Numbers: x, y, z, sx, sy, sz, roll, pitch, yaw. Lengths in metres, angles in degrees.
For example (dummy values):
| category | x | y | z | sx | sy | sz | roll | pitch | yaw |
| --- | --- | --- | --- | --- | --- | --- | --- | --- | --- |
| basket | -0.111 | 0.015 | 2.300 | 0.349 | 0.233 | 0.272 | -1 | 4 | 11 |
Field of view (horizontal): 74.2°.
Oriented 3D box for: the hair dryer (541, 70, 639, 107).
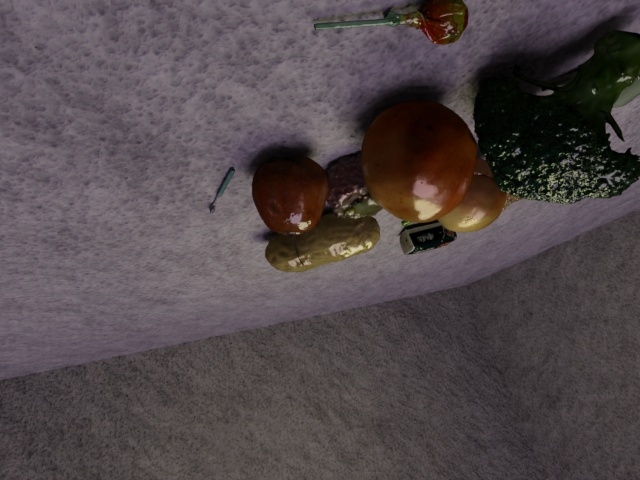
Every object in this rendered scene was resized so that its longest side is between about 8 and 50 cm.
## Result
| category | x | y | z | sx | sy | sz | roll | pitch | yaw |
| --- | --- | --- | --- | --- | --- | --- | --- | --- | --- |
| hair dryer | 0.540 | -0.304 | 0.824 | 0.237 | 0.075 | 0.206 | -9 | 168 | 1 |

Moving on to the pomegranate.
| category | x | y | z | sx | sy | sz | roll | pitch | yaw |
| --- | --- | --- | --- | --- | --- | --- | --- | --- | --- |
| pomegranate | 0.167 | -0.136 | 0.738 | 0.209 | 0.209 | 0.209 | -15 | 162 | -5 |

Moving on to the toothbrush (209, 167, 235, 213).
| category | x | y | z | sx | sy | sz | roll | pitch | yaw |
| --- | --- | --- | --- | --- | --- | --- | --- | --- | --- |
| toothbrush | -0.198 | -0.095 | 0.845 | 0.011 | 0.014 | 0.167 | 4 | 154 | -28 |

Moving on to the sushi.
| category | x | y | z | sx | sy | sz | roll | pitch | yaw |
| --- | --- | --- | --- | --- | --- | --- | --- | --- | --- |
| sushi | 0.125 | -0.118 | 0.923 | 0.241 | 0.107 | 0.161 | -15 | 166 | -7 |

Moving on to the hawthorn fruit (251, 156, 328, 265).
| category | x | y | z | sx | sy | sz | roll | pitch | yaw |
| --- | --- | --- | --- | --- | --- | --- | --- | --- | --- |
| hawthorn fruit | -0.066 | -0.070 | 0.799 | 0.149 | 0.189 | 0.149 | 22 | -174 | -2 |

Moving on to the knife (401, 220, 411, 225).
| category | x | y | z | sx | sy | sz | roll | pitch | yaw |
| --- | --- | --- | --- | --- | --- | --- | --- | --- | --- |
| knife | 0.350 | -0.092 | 1.332 | 0.212 | 0.015 | 0.054 | -25 | 160 | 24 |

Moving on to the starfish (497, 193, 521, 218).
| category | x | y | z | sx | sy | sz | roll | pitch | yaw |
| --- | --- | --- | --- | --- | --- | --- | --- | --- | --- |
| starfish | 0.601 | -0.146 | 1.323 | 0.302 | 0.060 | 0.299 | -18 | 158 | 15 |

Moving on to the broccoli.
| category | x | y | z | sx | sy | sz | roll | pitch | yaw |
| --- | --- | --- | --- | --- | --- | --- | --- | --- | --- |
| broccoli | 0.411 | -0.207 | 0.731 | 0.297 | 0.297 | 0.297 | -57 | 151 | 9 |

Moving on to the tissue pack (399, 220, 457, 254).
| category | x | y | z | sx | sy | sz | roll | pitch | yaw |
| --- | --- | --- | --- | --- | --- | --- | --- | --- | --- |
| tissue pack | 0.369 | -0.010 | 1.470 | 0.170 | 0.090 | 0.103 | -12 | 164 | -12 |

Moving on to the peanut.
| category | x | y | z | sx | sy | sz | roll | pitch | yaw |
| --- | --- | --- | --- | --- | --- | --- | --- | --- | --- |
| peanut | 0.000 | 0.000 | 1.126 | 0.319 | 0.147 | 0.147 | -14 | 163 | 11 |

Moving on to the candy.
| category | x | y | z | sx | sy | sz | roll | pitch | yaw |
| --- | --- | --- | --- | --- | --- | --- | --- | --- | --- |
| candy | 0.090 | -0.273 | 0.530 | 0.201 | 0.060 | 0.060 | -7 | 161 | -8 |

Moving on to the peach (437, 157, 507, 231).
| category | x | y | z | sx | sy | sz | roll | pitch | yaw |
| --- | --- | --- | --- | --- | --- | --- | --- | --- | --- |
| peach | 0.359 | -0.112 | 1.026 | 0.184 | 0.184 | 0.184 | -15 | 162 | -5 |
